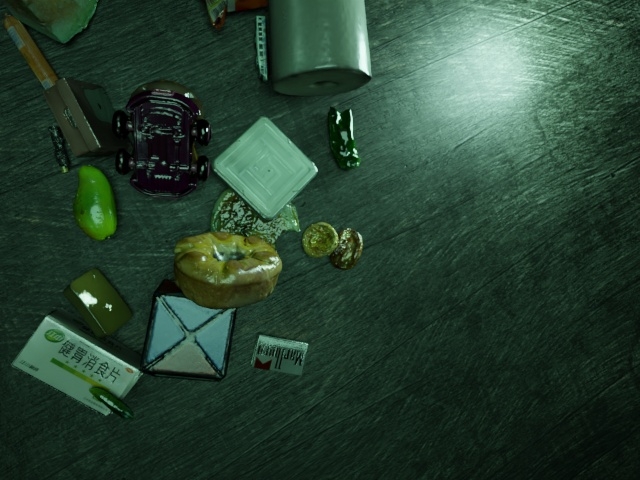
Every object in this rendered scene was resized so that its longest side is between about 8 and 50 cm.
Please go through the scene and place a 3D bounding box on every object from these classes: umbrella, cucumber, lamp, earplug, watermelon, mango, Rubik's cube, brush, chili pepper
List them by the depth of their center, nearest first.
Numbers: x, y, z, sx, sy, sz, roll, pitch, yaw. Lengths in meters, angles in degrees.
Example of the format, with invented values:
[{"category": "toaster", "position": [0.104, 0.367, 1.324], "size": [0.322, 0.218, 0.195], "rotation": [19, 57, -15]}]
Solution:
[{"category": "watermelon", "position": [-0.798, -0.756, 1.406], "size": [0.151, 0.302, 0.264], "rotation": [19, 80, 20]}, {"category": "cucumber", "position": [-0.606, 0.482, 1.454], "size": [0.168, 0.039, 0.039], "rotation": [44, 83, -14]}, {"category": "mango", "position": [-0.692, -0.113, 1.511], "size": [0.126, 0.111, 0.232], "rotation": [-14, 95, -16]}, {"category": "umbrella", "position": [-0.797, -0.278, 1.513], "size": [0.037, 0.040, 0.143], "rotation": [-15, 98, -21]}, {"category": "brush", "position": [-0.684, 0.194, 1.523], "size": [0.059, 0.123, 0.197], "rotation": [-28, 101, 26]}, {"category": "Rubik's cube", "position": [-0.400, 0.272, 1.531], "size": [0.247, 0.250, 0.248], "rotation": [10, 93, -13]}, {"category": "earplug", "position": [-0.005, -0.675, 1.533], "size": [0.313, 0.313, 0.393], "rotation": [-4, 94, -13]}, {"category": "lamp", "position": [-0.180, -0.235, 1.617], "size": [0.269, 0.047, 0.266], "rotation": [44, 68, -8]}, {"category": "chili pepper", "position": [0.078, -0.353, 1.700], "size": [0.098, 0.061, 0.224], "rotation": [-13, 98, -5]}]

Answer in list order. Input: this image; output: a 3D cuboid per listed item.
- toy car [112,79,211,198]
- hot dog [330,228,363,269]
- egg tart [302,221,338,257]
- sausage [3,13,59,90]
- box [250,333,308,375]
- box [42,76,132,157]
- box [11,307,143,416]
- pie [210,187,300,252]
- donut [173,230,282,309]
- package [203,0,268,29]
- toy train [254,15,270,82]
[{"category": "toy car", "position": [-0.470, -0.316, 1.508], "size": [0.272, 0.240, 0.340], "rotation": [4, 120, -12]}, {"category": "hot dog", "position": [0.093, 0.031, 1.724], "size": [0.099, 0.065, 0.147], "rotation": [22, 90, -4]}, {"category": "egg tart", "position": [0.000, 0.000, 1.701], "size": [0.129, 0.049, 0.128], "rotation": [-3, 76, 10]}, {"category": "sausage", "position": [-0.836, -0.517, 1.482], "size": [0.053, 0.053, 0.347], "rotation": [-33, 99, -9]}, {"category": "box", "position": [-0.140, 0.393, 1.704], "size": [0.178, 0.036, 0.115], "rotation": [14, 90, -14]}, {"category": "box", "position": [-0.674, -0.348, 1.448], "size": [0.086, 0.215, 0.215], "rotation": [-24, 99, 8]}, {"category": "box", "position": [-0.722, 0.371, 1.513], "size": [0.333, 0.145, 0.173], "rotation": [35, 87, -12]}, {"category": "pie", "position": [-0.221, -0.055, 1.645], "size": [0.303, 0.067, 0.302], "rotation": [-1, 93, -13]}, {"category": "donut", "position": [-0.275, 0.083, 1.465], "size": [0.318, 0.299, 0.149], "rotation": [9, 110, -13]}, {"category": "package", "position": [-0.310, -0.838, 1.560], "size": [0.224, 0.108, 0.287], "rotation": [-32, 97, -11]}, {"category": "toy train", "position": [-0.193, -0.625, 1.629], "size": [0.047, 0.043, 0.207], "rotation": [-3, 94, -11]}]
